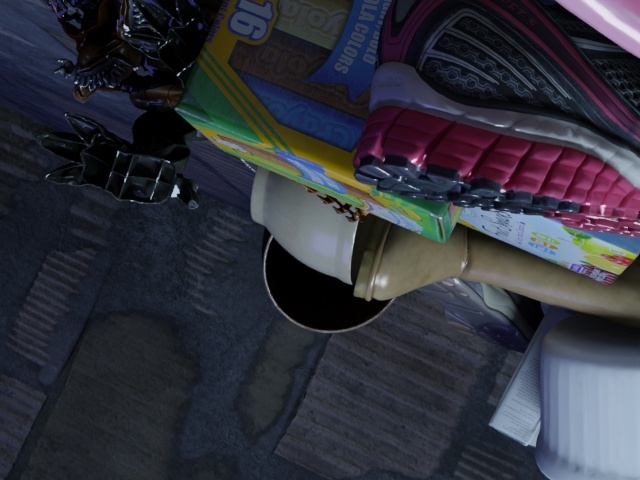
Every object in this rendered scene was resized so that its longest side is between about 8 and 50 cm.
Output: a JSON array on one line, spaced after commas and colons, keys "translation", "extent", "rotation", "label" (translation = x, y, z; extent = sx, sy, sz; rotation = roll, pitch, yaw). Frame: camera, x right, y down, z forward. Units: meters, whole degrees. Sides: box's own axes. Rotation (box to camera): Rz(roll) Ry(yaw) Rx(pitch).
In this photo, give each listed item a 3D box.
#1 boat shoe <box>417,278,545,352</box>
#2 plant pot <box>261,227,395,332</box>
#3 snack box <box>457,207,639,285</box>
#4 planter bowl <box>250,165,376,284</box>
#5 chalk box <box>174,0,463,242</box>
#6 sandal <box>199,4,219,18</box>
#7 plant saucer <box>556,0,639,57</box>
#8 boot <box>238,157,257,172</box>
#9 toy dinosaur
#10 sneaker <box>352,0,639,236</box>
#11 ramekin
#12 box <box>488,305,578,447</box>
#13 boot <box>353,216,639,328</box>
[{"translation": [0.215, 0.044, 1.330], "extent": [0.132, 0.130, 0.355], "rotation": [18, 167, 31], "label": "boat shoe"}, {"translation": [0.000, 0.000, 1.679], "extent": [0.215, 0.215, 0.230], "rotation": [26, -170, -19], "label": "plant pot"}, {"translation": [0.181, -0.035, 0.909], "extent": [0.175, 0.070, 0.207], "rotation": [24, 175, 11], "label": "snack box"}, {"translation": [0.000, -0.050, 1.016], "extent": [0.109, 0.162, 0.162], "rotation": [15, 174, 10], "label": "planter bowl"}, {"translation": [0.046, -0.083, 0.657], "extent": [0.213, 0.132, 0.132], "rotation": [24, 176, 11], "label": "chalk box"}, {"translation": [-0.058, -0.129, 1.028], "extent": [0.088, 0.079, 0.240], "rotation": [23, 175, 29], "label": "sandal"}, {"translation": [0.173, -0.087, 0.219], "extent": [0.332, 0.084, 0.332], "rotation": [24, 177, 2], "label": "plant saucer"}, {"translation": [-0.049, -0.111, 1.201], "extent": [0.219, 0.082, 0.106], "rotation": [29, 177, -26], "label": "boot"}, {"translation": [-0.096, -0.130, 0.846], "extent": [0.322, 0.164, 0.218], "rotation": [18, -158, 3], "label": "toy dinosaur"}, {"translation": [0.156, -0.059, 0.546], "extent": [0.299, 0.112, 0.121], "rotation": [10, 179, -38], "label": "sneaker"}, {"translation": [0.349, 0.148, 1.084], "extent": [0.277, 0.135, 0.277], "rotation": [-6, -171, 1], "label": "ramekin"}, {"translation": [0.310, 0.148, 1.349], "extent": [0.058, 0.232, 0.322], "rotation": [28, 177, 24], "label": "box"}, {"translation": [0.189, 0.027, 1.049], "extent": [0.270, 0.089, 0.236], "rotation": [17, -156, 16], "label": "boot"}]
